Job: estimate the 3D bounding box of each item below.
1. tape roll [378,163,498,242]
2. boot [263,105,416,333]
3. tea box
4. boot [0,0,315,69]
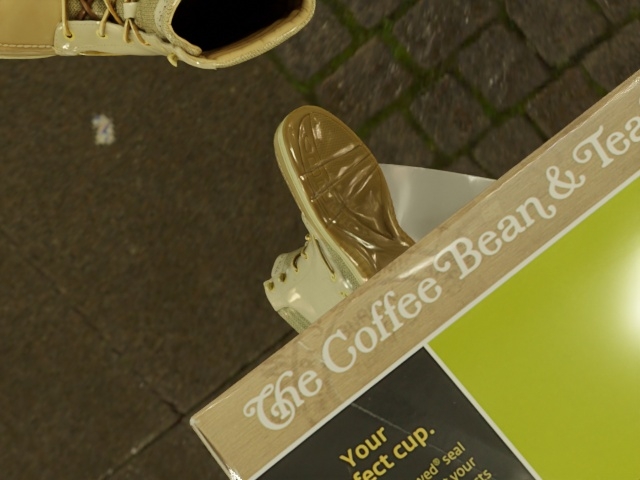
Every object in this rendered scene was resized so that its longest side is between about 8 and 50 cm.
[{"bbox_3d":[0.143,-0.021,1.295,0.219,0.219,0.072,10,89,3],"label":"tape roll"},{"bbox_3d":[0.000,0.000,1.078,0.213,0.077,0.165,57,149,-10],"label":"boot"},{"bbox_3d":[0.171,0.126,0.632,0.329,0.220,0.323,-37,74,-8],"label":"tea box"},{"bbox_3d":[-0.152,-0.178,0.989,0.262,0.203,0.095,-6,107,-19],"label":"boot"}]
